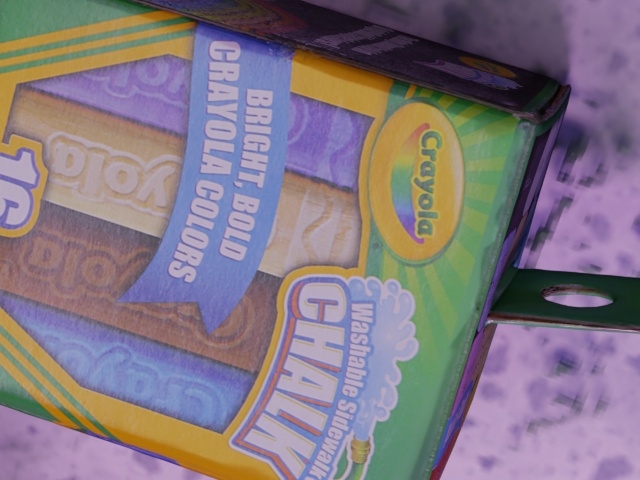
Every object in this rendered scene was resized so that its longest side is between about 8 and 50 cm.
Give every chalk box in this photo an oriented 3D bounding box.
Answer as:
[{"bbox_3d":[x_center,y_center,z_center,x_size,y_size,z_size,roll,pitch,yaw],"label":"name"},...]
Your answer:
[{"bbox_3d":[0.000,0.000,0.580,0.213,0.132,0.132,19,102,9],"label":"chalk box"}]
